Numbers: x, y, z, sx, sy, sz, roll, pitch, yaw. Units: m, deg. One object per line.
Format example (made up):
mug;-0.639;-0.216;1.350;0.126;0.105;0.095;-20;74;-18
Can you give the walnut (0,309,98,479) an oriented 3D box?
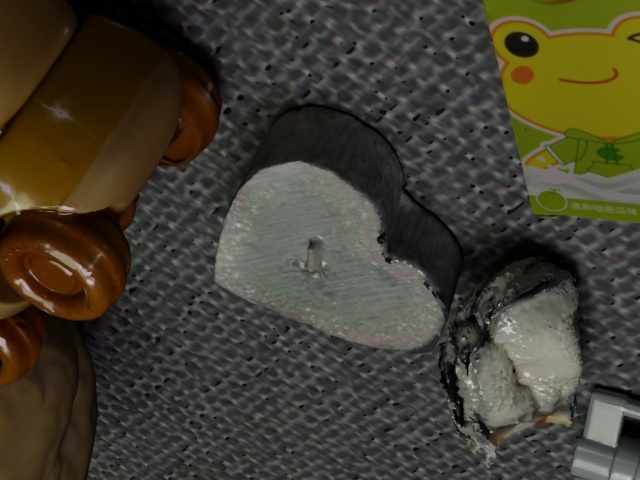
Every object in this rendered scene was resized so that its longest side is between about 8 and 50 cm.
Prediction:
walnut;-0.359;0.159;1.434;0.381;0.381;0.381;17;144;12

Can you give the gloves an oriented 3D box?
gloves;0.127;0.078;1.248;0.153;0.114;0.070;82;162;-48

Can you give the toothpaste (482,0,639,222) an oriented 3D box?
toothpaste;0.149;-0.139;0.971;0.110;0.077;0.327;8;142;25

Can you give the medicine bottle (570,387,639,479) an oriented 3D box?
medicine bottle;0.295;0.172;1.308;0.221;0.061;0.092;15;119;14

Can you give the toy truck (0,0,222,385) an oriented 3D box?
toy truck;-0.203;-0.057;1.184;0.212;0.204;0.288;39;143;-14

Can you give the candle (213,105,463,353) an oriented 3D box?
candle;0.000;0.000;1.250;0.169;0.068;0.192;-9;131;34
